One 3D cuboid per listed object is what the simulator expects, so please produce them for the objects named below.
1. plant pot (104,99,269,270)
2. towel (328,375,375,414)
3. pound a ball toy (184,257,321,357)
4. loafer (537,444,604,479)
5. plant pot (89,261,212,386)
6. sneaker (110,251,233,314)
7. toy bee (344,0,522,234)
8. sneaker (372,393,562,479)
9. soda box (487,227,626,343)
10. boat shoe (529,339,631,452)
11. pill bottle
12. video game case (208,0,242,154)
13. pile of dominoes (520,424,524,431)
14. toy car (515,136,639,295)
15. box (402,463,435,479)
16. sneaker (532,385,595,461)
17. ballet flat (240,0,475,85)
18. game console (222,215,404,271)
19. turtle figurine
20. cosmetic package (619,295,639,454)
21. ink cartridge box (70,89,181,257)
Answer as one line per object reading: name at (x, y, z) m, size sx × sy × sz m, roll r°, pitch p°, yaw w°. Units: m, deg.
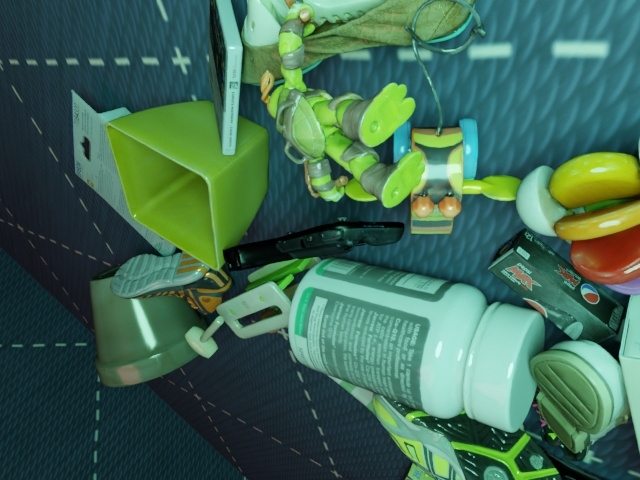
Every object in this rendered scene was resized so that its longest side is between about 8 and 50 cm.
plant pot at (-0.199, -0.116, 0.839) m, size 0.212 × 0.187 × 0.212 m, roll 29°, pitch 141°, yaw 18°
towel at (0.110, 0.319, 1.115) m, size 0.325 × 0.038 × 0.248 m, roll 36°, pitch 144°, yaw 9°
pound a ball toy at (-0.126, 0.158, 1.030) m, size 0.136 × 0.208 × 0.319 m, roll 50°, pitch 142°, yaw -9°
loafer at (0.414, 0.416, 0.890) m, size 0.302 × 0.109 × 0.095 m, roll 25°, pitch 119°, yaw 28°
plant pot at (-0.502, 0.206, 1.384) m, size 0.323 × 0.323 × 0.280 m, roll -3°, pitch 108°, yaw 44°
sneaker at (-0.358, 0.121, 1.214) m, size 0.321 × 0.125 × 0.180 m, roll -6°, pitch 143°, yaw 28°
toy bee at (0.115, -0.073, 0.548) m, size 0.195 × 0.162 × 0.298 m, roll -11°, pitch 145°, yaw 29°
sneaker at (0.245, 0.365, 0.834) m, size 0.384 × 0.145 × 0.147 m, roll 42°, pitch 144°, yaw 34°
soda box at (0.314, 0.064, 0.657) m, size 0.169 × 0.053 × 0.060 m, roll 40°, pitch 144°, yaw 5°
boat shoe at (0.356, 0.193, 0.651) m, size 0.113 × 0.103 × 0.302 m, roll 55°, pitch 178°, yaw 35°
pill bottle at (0.143, 0.154, 0.779) m, size 0.361 × 0.204 × 0.204 m, roll 11°, pitch 133°, yaw 37°
video game case at (-0.137, -0.248, 0.690) m, size 0.173 × 0.022 × 0.190 m, roll 107°, pitch 153°, yaw -51°
pile of dominoes at (0.260, 0.308, 0.885) m, size 0.196 × 0.040 × 0.251 m, roll -4°, pitch 100°, yaw 45°
toy car at (0.301, -0.015, 0.487) m, size 0.182 × 0.136 × 0.159 m, roll 14°, pitch 159°, yaw -36°
box at (0.256, 0.658, 1.300) m, size 0.087 × 0.058 × 0.232 m, roll 27°, pitch 142°, yaw 18°
sneaker at (0.384, 0.292, 0.802) m, size 0.170 × 0.075 × 0.063 m, roll 48°, pitch 144°, yaw -7°
ballet flat at (-0.002, -0.262, 0.554) m, size 0.342 × 0.116 × 0.124 m, roll 6°, pitch 163°, yaw 38°
game console at (0.000, 0.000, 0.691) m, size 0.361 × 0.213 × 0.044 m, roll 169°, pitch 90°, yaw -67°
turtle figurine at (-0.002, -0.129, 0.486) m, size 0.217 × 0.087 × 0.270 m, roll 36°, pitch 144°, yaw 47°
cosmetic package at (0.447, 0.196, 0.578) m, size 0.113 × 0.160 × 0.309 m, roll -1°, pitch 127°, yaw 42°
ink cartridge box at (-0.421, -0.141, 1.120) m, size 0.330 × 0.071 × 0.324 m, roll 45°, pitch 146°, yaw 0°
